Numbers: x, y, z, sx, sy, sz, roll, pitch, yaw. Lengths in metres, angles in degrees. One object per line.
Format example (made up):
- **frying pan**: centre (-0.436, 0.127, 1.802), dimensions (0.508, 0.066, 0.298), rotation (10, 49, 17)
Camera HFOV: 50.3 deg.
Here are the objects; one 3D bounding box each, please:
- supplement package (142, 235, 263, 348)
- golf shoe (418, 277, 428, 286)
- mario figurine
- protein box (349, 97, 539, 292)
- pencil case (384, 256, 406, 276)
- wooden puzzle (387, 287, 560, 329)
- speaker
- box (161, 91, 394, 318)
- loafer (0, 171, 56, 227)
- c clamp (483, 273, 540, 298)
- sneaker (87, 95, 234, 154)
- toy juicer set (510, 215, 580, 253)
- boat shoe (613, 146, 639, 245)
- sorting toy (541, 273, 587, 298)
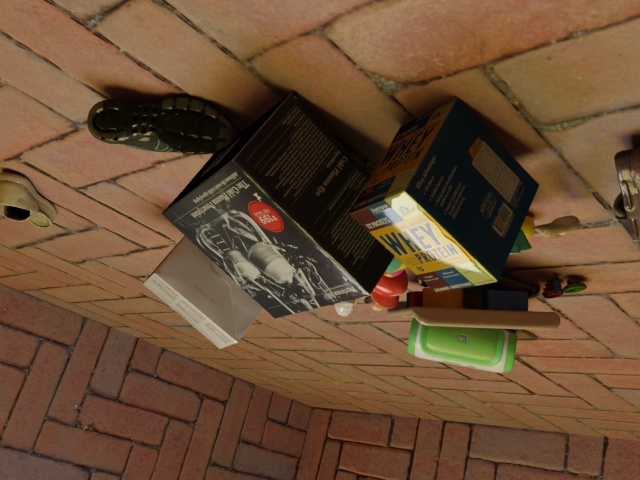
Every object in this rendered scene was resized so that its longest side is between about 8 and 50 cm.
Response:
- **supplement package**: centre (-0.270, 0.107, 1.715), dimensions (0.262, 0.204, 0.145), rotation (42, 152, -10)
- **golf shoe**: centre (0.294, 0.058, 1.493), dimensions (0.077, 0.094, 0.198), rotation (29, 153, -30)
- **mario figurine**: centre (0.081, 0.123, 1.665), dimensions (0.320, 0.198, 0.170), rotation (-4, 140, 48)
- **protein box**: centre (0.192, -0.064, 1.041), dimensions (0.201, 0.200, 0.136), rotation (41, 150, -18)
- **pencil case**: centre (0.101, -0.010, 1.446), dimensions (0.104, 0.105, 0.236), rotation (-7, 152, 43)
- **wooden puzzle**: centre (0.342, 0.153, 1.598), dimensions (0.321, 0.081, 0.348), rotation (3, 177, -4)
- **speaker**: centre (0.407, 0.297, 1.964), dimensions (0.296, 0.131, 0.131), rotation (9, 158, 14)
- **box**: centre (-0.067, -0.041, 1.227), dimensions (0.312, 0.179, 0.343), rotation (44, 150, -15)
- **loafer**: centre (-0.792, -0.089, 1.815), dimensions (0.101, 0.092, 0.268), rotation (12, 159, 7)
- **c clamp**: centre (0.450, 0.105, 1.604), dimensions (0.160, 0.022, 0.137), rotation (20, 158, -14)
- **sneaker**: centre (-0.278, -0.207, 1.229), dimensions (0.267, 0.101, 0.106), rotation (10, 180, 10)
- **toy juicer set**: centre (0.331, 0.002, 1.218), dimensions (0.209, 0.090, 0.329), rotation (-5, -175, -35)
- **boat shoe**: centre (0.510, -0.056, 1.069), dimensions (0.092, 0.103, 0.285), rotation (8, 155, 30)
- **sorting toy**: centre (0.537, 0.098, 1.519), dimensions (0.061, 0.042, 0.102), rotation (13, 153, -44)
